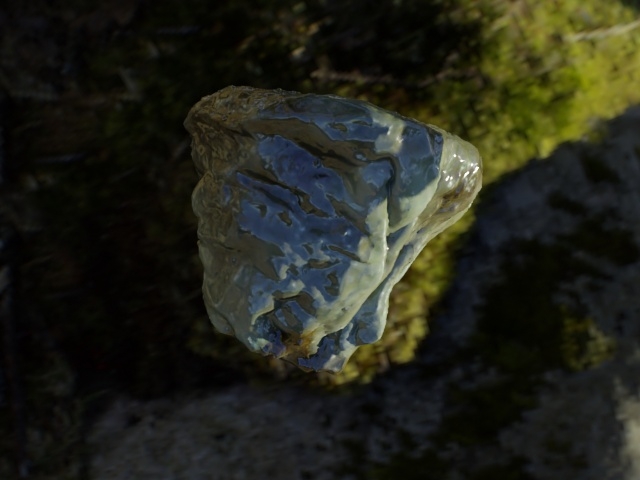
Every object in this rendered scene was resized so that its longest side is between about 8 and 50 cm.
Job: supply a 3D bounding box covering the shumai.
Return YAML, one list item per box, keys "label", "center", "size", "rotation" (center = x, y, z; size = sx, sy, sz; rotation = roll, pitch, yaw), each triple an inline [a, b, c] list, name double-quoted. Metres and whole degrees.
- label: "shumai"
  center: [0.000, 0.000, 1.704]
  size: [0.309, 0.304, 0.263]
  rotation: [12, 89, -13]
